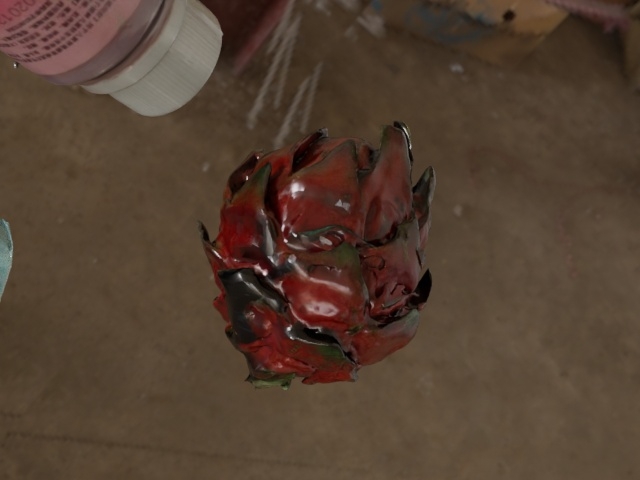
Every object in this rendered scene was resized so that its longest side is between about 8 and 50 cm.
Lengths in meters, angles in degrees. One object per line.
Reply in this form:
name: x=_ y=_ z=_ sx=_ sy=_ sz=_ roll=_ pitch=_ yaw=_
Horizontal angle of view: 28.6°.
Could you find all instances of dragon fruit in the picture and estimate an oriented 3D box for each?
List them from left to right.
dragon fruit: x=0.000 y=0.008 z=0.924 sx=0.182 sy=0.182 sz=0.189 roll=7 pitch=58 yaw=-36

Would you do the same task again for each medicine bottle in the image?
medicine bottle: x=-0.185 y=-0.190 z=0.905 sx=0.247 sy=0.147 sz=0.147 roll=34 pitch=36 yaw=-46

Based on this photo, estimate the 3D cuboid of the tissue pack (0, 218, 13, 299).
tissue pack: x=-0.475 y=0.048 z=1.326 sx=0.263 sy=0.177 sz=0.089 roll=10 pitch=28 yaw=-26
